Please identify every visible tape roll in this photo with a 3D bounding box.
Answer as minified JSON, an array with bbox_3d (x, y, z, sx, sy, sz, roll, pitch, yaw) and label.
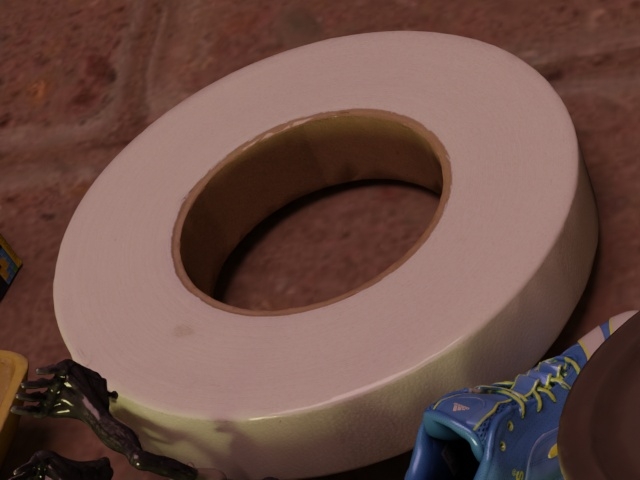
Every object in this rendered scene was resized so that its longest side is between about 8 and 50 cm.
[{"bbox_3d":[0.000,0.000,1.262,0.392,0.072,0.392,-14,42,13],"label":"tape roll"}]

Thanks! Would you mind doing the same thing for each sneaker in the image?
[{"bbox_3d":[0.133,0.116,1.081,0.091,0.126,0.240,22,65,39],"label":"sneaker"}]

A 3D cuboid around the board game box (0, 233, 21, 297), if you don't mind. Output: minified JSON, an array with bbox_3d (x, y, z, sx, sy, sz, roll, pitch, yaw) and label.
[{"bbox_3d":[-0.346,-0.015,1.433,0.170,0.141,0.048,5,52,31],"label":"board game box"}]

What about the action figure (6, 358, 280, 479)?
[{"bbox_3d":[-0.075,0.191,1.072,0.276,0.164,0.141,30,28,23],"label":"action figure"}]

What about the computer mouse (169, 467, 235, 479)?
[{"bbox_3d":[-0.097,0.202,1.184,0.106,0.042,0.193,11,58,35],"label":"computer mouse"}]

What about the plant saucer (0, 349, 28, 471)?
[{"bbox_3d":[-0.381,0.235,1.277,0.333,0.081,0.333,-1,52,26],"label":"plant saucer"}]

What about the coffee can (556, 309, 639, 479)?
[{"bbox_3d":[0.254,0.167,0.836,0.201,0.275,0.201,-22,28,12],"label":"coffee can"}]
